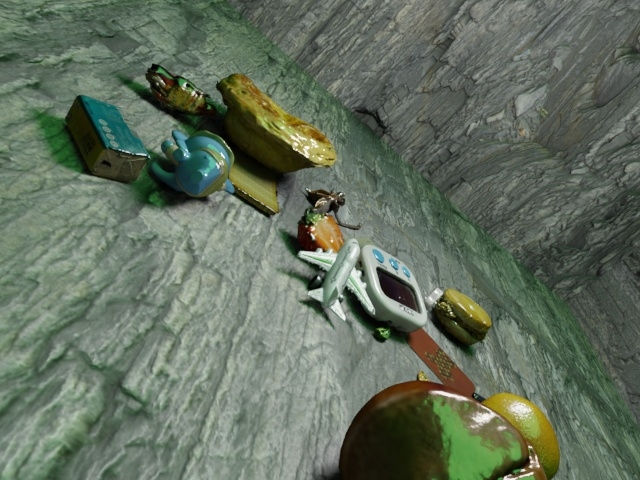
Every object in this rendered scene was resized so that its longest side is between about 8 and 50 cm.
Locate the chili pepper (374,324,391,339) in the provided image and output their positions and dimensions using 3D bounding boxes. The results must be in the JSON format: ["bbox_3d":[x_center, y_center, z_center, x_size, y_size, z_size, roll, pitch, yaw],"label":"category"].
[{"bbox_3d":[0.173,0.249,1.616,0.034,0.030,0.091,26,11,24],"label":"chili pepper"}]

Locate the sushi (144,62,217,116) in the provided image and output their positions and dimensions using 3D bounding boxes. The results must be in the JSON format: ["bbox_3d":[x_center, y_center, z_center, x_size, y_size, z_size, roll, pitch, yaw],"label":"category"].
[{"bbox_3d":[-0.397,-0.402,1.683,0.226,0.097,0.103,27,-15,-29],"label":"sushi"}]

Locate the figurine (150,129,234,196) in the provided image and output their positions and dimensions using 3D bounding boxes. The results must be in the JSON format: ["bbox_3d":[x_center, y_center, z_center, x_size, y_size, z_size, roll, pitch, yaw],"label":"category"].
[{"bbox_3d":[-0.290,-0.182,1.401,0.180,0.153,0.262,20,7,4],"label":"figurine"}]

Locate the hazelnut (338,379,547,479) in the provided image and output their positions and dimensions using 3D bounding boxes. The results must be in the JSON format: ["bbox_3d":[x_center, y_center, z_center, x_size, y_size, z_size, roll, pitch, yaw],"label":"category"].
[{"bbox_3d":[0.194,0.407,1.011,0.372,0.315,0.372,47,-8,8],"label":"hazelnut"}]

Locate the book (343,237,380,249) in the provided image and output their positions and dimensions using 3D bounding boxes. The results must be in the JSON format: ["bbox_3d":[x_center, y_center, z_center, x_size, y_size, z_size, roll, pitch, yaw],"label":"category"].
[{"bbox_3d":[0.199,0.097,1.945,0.282,0.025,0.215,51,23,18],"label":"book"}]

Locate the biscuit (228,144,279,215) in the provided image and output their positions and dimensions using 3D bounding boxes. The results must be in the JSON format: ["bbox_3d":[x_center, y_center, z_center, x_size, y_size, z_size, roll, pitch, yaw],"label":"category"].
[{"bbox_3d":[-0.197,-0.172,1.720,0.172,0.029,0.254,34,23,-24],"label":"biscuit"}]

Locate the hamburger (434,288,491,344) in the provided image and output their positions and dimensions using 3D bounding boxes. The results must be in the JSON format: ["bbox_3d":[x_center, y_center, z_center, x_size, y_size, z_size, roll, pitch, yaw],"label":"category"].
[{"bbox_3d":[0.466,0.254,2.010,0.215,0.122,0.189,32,21,-22],"label":"hamburger"}]

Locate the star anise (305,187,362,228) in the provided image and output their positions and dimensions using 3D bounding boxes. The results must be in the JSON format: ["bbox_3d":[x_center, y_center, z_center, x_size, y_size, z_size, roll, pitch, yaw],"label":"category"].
[{"bbox_3d":[0.048,-0.085,2.018,0.148,0.218,0.227,24,-38,37],"label":"star anise"}]

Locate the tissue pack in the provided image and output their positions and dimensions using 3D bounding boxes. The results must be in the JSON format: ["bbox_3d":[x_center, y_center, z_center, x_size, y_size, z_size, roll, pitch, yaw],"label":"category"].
[{"bbox_3d":[-0.452,-0.213,1.263,0.120,0.082,0.169,9,41,-54],"label":"tissue pack"}]

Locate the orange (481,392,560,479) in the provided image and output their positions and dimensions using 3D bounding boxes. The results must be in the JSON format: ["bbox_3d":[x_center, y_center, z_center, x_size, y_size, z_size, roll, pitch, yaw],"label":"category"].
[{"bbox_3d":[0.449,0.484,1.425,0.236,0.236,0.236,37,23,-18],"label":"orange"}]

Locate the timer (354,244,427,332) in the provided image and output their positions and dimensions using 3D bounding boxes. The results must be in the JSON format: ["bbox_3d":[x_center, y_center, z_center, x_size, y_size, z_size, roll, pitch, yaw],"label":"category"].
[{"bbox_3d":[0.193,0.141,1.714,0.262,0.087,0.236,29,38,-39],"label":"timer"}]

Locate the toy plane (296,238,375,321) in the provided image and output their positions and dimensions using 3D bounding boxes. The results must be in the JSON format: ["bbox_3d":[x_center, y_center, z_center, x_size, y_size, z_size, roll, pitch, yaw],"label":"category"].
[{"bbox_3d":[0.044,0.087,1.544,0.251,0.101,0.255,39,42,-13],"label":"toy plane"}]

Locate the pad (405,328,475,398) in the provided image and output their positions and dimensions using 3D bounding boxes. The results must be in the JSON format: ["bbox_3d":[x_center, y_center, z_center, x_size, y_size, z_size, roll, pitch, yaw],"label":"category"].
[{"bbox_3d":[0.358,0.366,1.768,0.267,0.004,0.181,48,22,7],"label":"pad"}]

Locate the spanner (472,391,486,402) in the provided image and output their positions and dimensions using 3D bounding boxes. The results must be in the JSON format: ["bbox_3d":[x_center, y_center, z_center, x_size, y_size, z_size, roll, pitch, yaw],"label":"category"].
[{"bbox_3d":[0.525,0.506,1.795,0.209,0.012,0.046,35,24,-27],"label":"spanner"}]

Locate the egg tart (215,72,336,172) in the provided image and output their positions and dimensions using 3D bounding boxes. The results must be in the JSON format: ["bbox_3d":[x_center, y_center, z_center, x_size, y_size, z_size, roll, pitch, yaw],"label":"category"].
[{"bbox_3d":[-0.153,-0.332,1.848,0.443,0.178,0.443,36,14,-11],"label":"egg tart"}]

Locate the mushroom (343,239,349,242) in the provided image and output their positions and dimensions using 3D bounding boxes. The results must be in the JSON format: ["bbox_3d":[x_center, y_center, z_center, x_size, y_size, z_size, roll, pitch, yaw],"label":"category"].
[{"bbox_3d":[0.062,0.039,1.762,0.079,0.085,0.085,-1,27,2],"label":"mushroom"}]

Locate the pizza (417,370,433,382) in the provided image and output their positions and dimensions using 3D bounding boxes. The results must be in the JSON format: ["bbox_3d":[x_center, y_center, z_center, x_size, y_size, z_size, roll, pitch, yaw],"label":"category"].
[{"bbox_3d":[0.291,0.384,1.585,0.078,0.025,0.083,34,23,-20],"label":"pizza"}]

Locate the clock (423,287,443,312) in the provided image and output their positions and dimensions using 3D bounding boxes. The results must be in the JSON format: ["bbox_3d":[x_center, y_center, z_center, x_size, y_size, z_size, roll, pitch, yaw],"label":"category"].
[{"bbox_3d":[0.356,0.200,1.952,0.041,0.087,0.129,45,22,11],"label":"clock"}]

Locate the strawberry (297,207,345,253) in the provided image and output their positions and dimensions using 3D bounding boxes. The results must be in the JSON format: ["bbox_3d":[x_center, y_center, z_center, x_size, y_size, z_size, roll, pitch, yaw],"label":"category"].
[{"bbox_3d":[-0.002,-0.003,1.664,0.192,0.085,0.140,27,55,-44],"label":"strawberry"}]
